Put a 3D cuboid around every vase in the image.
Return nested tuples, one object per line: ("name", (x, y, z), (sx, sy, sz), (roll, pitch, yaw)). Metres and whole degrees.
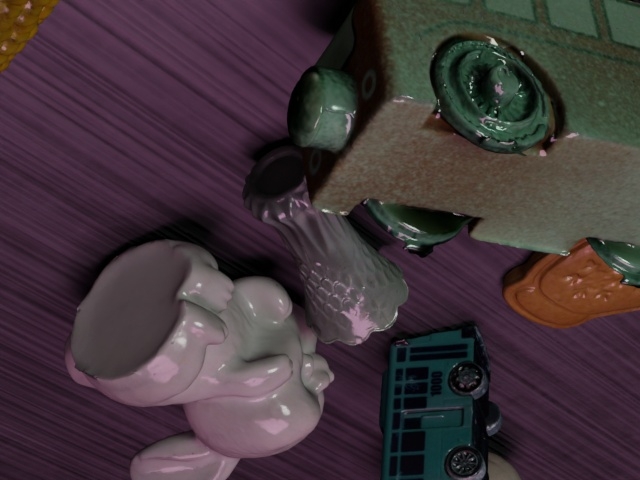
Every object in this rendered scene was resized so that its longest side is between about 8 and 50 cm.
("vase", (0.000, 0.000, 0.979), (0.081, 0.081, 0.148), (-16, 137, 15))

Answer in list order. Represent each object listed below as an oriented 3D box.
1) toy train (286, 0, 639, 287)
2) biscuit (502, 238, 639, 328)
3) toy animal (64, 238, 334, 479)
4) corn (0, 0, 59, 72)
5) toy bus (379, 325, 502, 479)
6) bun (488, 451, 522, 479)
("toy train", (0.132, -0.072, 0.836), (0.326, 0.159, 0.129), (9, 142, -22))
("biscuit", (0.215, 0.027, 1.069), (0.118, 0.023, 0.140), (20, 135, -26))
("toy animal", (-0.094, 0.096, 1.047), (0.179, 0.127, 0.193), (-18, 140, 20))
("corn", (-0.248, -0.103, 0.812), (0.310, 0.101, 0.101), (-31, 134, 26))
("toy bus", (0.092, 0.152, 1.113), (0.092, 0.160, 0.079), (-5, 143, 16))
("bun", (0.108, 0.224, 1.257), (0.138, 0.094, 0.138), (-26, 171, -5))
